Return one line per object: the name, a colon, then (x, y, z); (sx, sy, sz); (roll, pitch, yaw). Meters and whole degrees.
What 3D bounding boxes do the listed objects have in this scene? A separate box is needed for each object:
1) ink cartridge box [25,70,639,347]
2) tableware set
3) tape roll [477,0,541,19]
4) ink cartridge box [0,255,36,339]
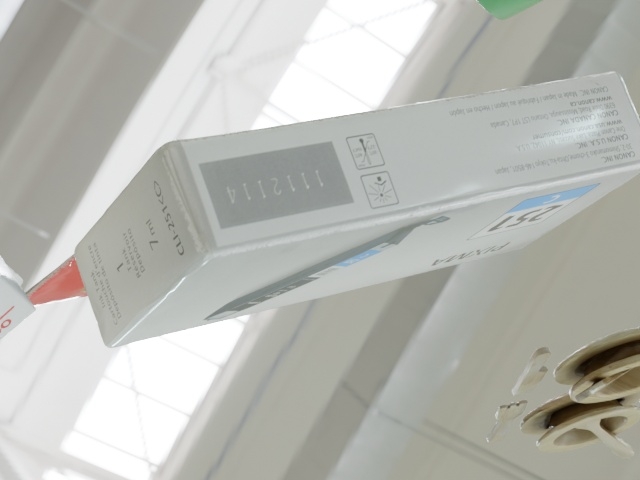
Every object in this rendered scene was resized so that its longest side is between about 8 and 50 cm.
ink cartridge box: (0.000, 0.000, 0.825); (0.261, 0.296, 0.066); (-37, -111, 55)
tableware set: (0.185, 0.105, 0.927); (0.194, 0.128, 0.039); (97, -21, -66)
tape roll: (0.088, -0.313, 1.001); (0.077, 0.321, 0.321); (-26, -138, 17)
ink cartridge box: (-0.120, 0.017, 0.429); (0.048, 0.083, 0.028); (-40, -122, -3)
